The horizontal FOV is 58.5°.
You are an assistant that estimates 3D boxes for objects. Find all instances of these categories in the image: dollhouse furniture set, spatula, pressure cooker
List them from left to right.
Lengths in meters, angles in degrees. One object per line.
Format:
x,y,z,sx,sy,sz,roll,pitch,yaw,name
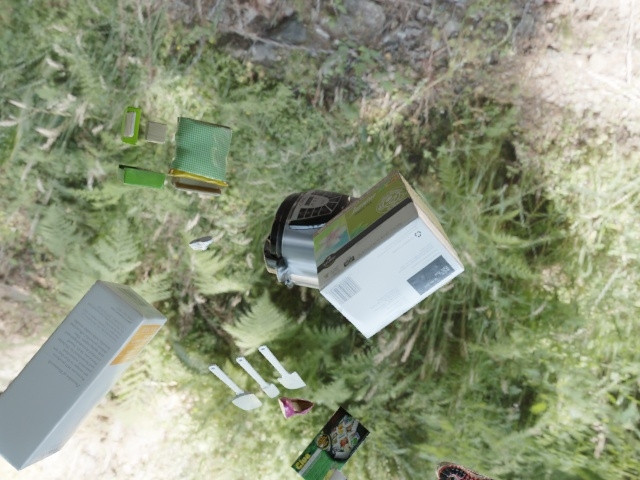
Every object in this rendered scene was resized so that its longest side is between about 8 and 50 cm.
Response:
-0.361,-0.228,1.497,0.301,0.198,0.151,6,-174,-29,dollhouse furniture set
-0.147,0.319,1.310,0.168,0.019,0.242,-21,141,6,spatula
0.000,0.006,2.142,0.419,0.376,0.369,9,177,26,pressure cooker

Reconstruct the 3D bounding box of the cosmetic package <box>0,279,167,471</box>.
-0.619,0.329,1.457,0.161,0.453,0.230,38,174,4,cosmetic package

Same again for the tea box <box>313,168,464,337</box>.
0.173,0.029,1.601,0.220,0.329,0.324,46,-164,-23,tea box

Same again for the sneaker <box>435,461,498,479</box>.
0.423,0.671,1.581,0.225,0.088,0.093,29,176,-3,sneaker

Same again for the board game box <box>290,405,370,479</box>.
0.035,0.702,1.921,0.136,0.260,0.030,41,168,7,board game box

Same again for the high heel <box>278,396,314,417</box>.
-0.087,0.622,2.157,0.117,0.082,0.244,-22,151,-6,high heel

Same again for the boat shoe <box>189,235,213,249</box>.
-0.371,0.012,1.803,0.100,0.035,0.035,-12,122,33,boat shoe

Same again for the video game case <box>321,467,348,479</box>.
0.044,0.674,1.281,0.232,0.210,0.042,47,153,-1,video game case
